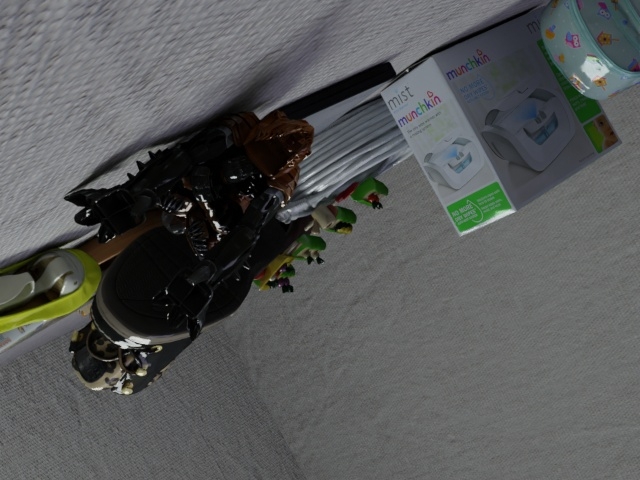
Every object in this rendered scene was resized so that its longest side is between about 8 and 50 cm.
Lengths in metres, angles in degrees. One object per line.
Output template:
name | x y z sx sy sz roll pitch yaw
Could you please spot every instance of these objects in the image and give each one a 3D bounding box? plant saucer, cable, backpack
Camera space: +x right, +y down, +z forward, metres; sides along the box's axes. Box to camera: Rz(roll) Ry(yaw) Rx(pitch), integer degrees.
plant saucer | -0.275 0.008 1.435 0.200 0.037 0.200 -30 180 0
cable | 0.048 -0.132 1.629 0.257 0.089 0.257 -33 175 21
backpack | 0.377 -0.274 1.331 0.188 0.166 0.144 -32 180 -26

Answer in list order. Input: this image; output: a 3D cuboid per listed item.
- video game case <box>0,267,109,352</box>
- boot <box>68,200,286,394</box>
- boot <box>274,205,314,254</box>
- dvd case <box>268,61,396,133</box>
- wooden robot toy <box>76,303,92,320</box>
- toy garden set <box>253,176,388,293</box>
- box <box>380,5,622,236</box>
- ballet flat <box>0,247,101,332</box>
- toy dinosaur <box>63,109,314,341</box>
video game case | -0.337 0.082 1.453 0.227 0.026 0.206 -31 -178 -44
boot | -0.215 0.096 1.333 0.284 0.138 0.377 -43 -178 28
boot | -0.035 -0.047 1.775 0.248 0.090 0.207 -57 -178 10
dvd case | -0.041 -0.128 1.257 0.180 0.022 0.253 -29 180 -33
wooden robot toy | -0.476 0.141 2.281 0.173 0.079 0.076 -28 180 34
toy garden set | 0.000 0.000 1.620 0.244 0.049 0.204 -41 169 9
box | 0.250 -0.168 1.459 0.262 0.231 0.126 -28 180 -37
ballet flat | -0.326 0.053 1.194 0.231 0.077 0.077 -26 165 -47
toy dinosaur | -0.096 -0.055 0.967 0.218 0.164 0.322 -45 169 -27
